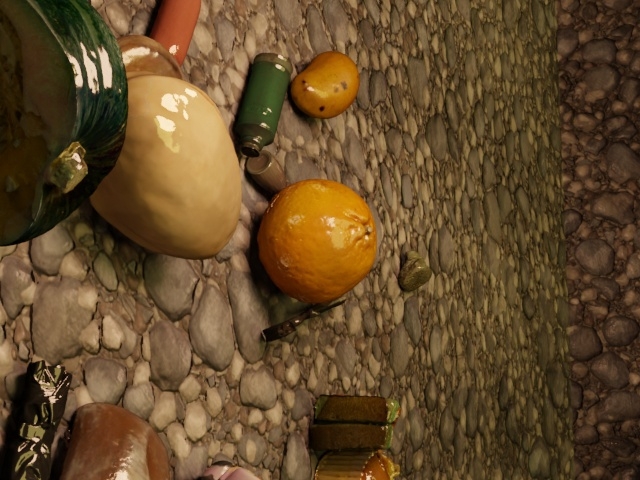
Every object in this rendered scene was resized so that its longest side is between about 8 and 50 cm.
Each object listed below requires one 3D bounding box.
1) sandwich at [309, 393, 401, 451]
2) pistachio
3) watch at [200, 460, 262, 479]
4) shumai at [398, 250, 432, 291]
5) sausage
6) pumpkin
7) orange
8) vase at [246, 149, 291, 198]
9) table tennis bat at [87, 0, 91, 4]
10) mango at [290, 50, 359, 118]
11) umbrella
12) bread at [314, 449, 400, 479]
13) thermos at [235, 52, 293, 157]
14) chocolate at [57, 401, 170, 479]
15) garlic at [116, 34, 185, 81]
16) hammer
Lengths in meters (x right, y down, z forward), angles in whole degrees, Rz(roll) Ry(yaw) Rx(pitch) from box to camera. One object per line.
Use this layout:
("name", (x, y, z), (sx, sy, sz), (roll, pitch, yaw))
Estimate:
("sandwich", (0.084, 0.336, 1.948), (0.160, 0.185, 0.109), (17, 74, -50))
("pistachio", (-0.214, -0.100, 1.492), (0.193, 0.214, 0.318), (58, 2, 42))
("watch", (-0.127, 0.458, 1.559), (0.196, 0.244, 0.231), (43, 71, -46))
("shumai", (0.199, 0.059, 2.342), (0.083, 0.082, 0.080), (94, -26, -51))
("sausage", (-0.225, -0.329, 1.646), (0.062, 0.062, 0.154), (48, 46, -47))
("pumpkin", (-0.331, -0.155, 1.212), (0.263, 0.293, 0.197), (40, 27, 11))
("orange", (-0.002, 0.001, 1.841), (0.219, 0.193, 0.219), (-3, 95, -37))
("vase", (-0.085, -0.110, 1.864), (0.100, 0.053, 0.053), (52, 42, -50))
("table tennis bat", (-0.372, -0.309, 1.424), (0.150, 0.027, 0.236), (52, 40, -43))
("mango", (0.012, -0.291, 2.033), (0.115, 0.090, 0.178), (58, 40, -18))
("umbrella", (-0.356, 0.266, 1.311), (0.066, 0.059, 0.235), (26, 60, -37))
("bread", (0.077, 0.507, 1.961), (0.179, 0.133, 0.250), (31, 57, -50))
("thermos", (-0.105, -0.228, 1.843), (0.073, 0.083, 0.187), (30, 58, -30))
("chocolate", (-0.251, 0.314, 1.356), (0.161, 0.083, 0.261), (40, 27, -29))
("garlic", (-0.254, -0.233, 1.563), (0.101, 0.087, 0.195), (-63, 142, -25))
("hammer", (-0.011, 0.129, 1.919), (0.027, 0.125, 0.297), (65, 21, 2))
